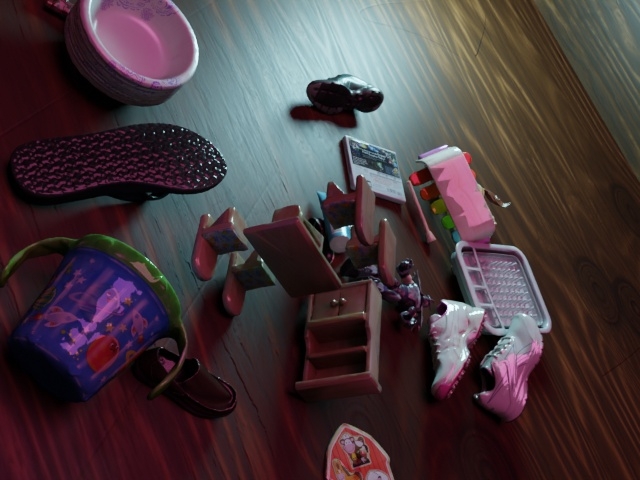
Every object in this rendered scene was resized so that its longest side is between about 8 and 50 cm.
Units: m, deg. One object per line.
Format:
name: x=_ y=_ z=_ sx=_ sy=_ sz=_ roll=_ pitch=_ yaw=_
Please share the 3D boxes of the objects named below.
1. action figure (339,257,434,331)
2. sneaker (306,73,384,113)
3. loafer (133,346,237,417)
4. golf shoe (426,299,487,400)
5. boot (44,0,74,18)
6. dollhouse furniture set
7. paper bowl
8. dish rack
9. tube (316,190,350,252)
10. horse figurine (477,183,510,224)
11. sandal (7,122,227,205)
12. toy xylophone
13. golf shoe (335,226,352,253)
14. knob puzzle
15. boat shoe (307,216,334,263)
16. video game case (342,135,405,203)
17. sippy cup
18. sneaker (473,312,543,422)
action figure: x=0.186 y=0.126 z=1.965 sx=0.285 sy=0.099 sz=0.185 roll=21 pitch=45 yaw=-35
sneaker: x=0.055 y=-0.422 z=2.246 sx=0.267 sy=0.101 sz=0.106 roll=0 pitch=41 yaw=-41
loafer: x=-0.244 y=0.268 z=1.489 sx=0.220 sy=0.078 sz=0.080 roll=30 pitch=46 yaw=-23
golf shoe: x=0.317 y=0.271 z=1.993 sx=0.140 sy=0.115 sz=0.306 roll=26 pitch=46 yaw=8
boot: x=-0.557 y=-0.535 z=1.793 sx=0.114 sy=0.037 sz=0.106 roll=27 pitch=60 yaw=-22
dollhouse furniture set: x=-0.020 y=0.118 z=1.605 sx=0.394 sy=0.362 sz=0.256 roll=57 pitch=29 yaw=-43
paper bowl: x=-0.426 y=-0.426 z=1.745 sx=0.284 sy=0.148 sz=0.284 roll=23 pitch=52 yaw=-33
dish rack: x=0.507 y=0.148 z=2.256 sx=0.333 sy=0.072 sz=0.285 roll=4 pitch=59 yaw=-40
tube: x=0.038 y=-0.056 z=1.938 sx=0.080 sy=0.052 sz=0.207 roll=14 pitch=37 yaw=-17
horse figurine: x=0.454 y=-0.122 z=2.393 sx=0.263 sy=0.066 sz=0.174 roll=-6 pitch=62 yaw=-36
sandal: x=-0.413 y=-0.149 z=1.625 sx=0.446 sy=0.107 sz=0.167 roll=-6 pitch=68 yaw=-31
toy xylophone: x=0.367 y=-0.117 z=2.267 sx=0.236 sy=0.081 sz=0.322 roll=-15 pitch=85 yaw=-14
golf shoe: x=0.062 y=-0.036 z=2.000 sx=0.086 sy=0.067 sz=0.186 roll=19 pitch=49 yaw=23
knob puzzle: x=0.085 y=0.482 z=1.676 sx=0.213 sy=0.030 sz=0.213 roll=23 pitch=49 yaw=-29
boat shoe: x=-0.001 y=0.001 z=1.916 sx=0.042 sy=0.049 sz=0.133 roll=15 pitch=46 yaw=-40
video game case: x=0.150 y=-0.197 z=2.211 sx=0.190 sy=0.022 sz=0.173 roll=14 pitch=55 yaw=-35
sippy cup: x=-0.397 y=0.146 z=1.346 sx=0.224 sy=0.306 sz=0.240 roll=-52 pitch=145 yaw=-37
sneaker: x=0.491 y=0.318 z=2.057 sx=0.129 sy=0.111 sz=0.297 roll=27 pitch=65 yaw=-14
